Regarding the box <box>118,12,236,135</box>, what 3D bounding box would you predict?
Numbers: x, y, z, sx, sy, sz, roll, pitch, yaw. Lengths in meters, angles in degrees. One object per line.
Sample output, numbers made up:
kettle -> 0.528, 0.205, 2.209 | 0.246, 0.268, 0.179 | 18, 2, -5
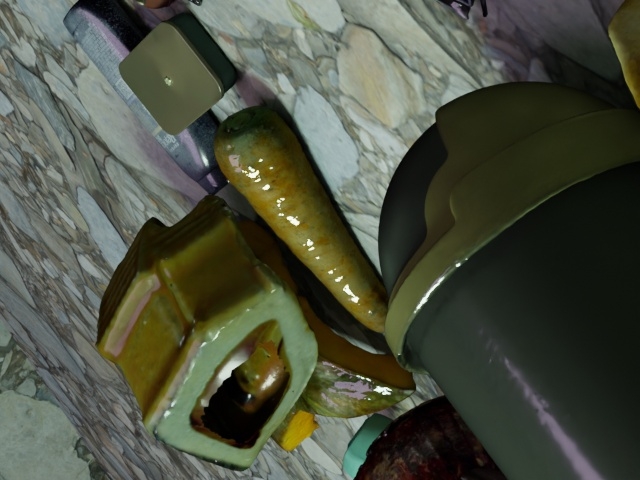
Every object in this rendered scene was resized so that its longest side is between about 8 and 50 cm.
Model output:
box -> -0.134, -0.157, 1.413 | 0.091, 0.031, 0.126 | 51, 146, -5

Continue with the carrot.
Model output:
carrot -> 0.000, 0.000, 1.409 | 0.298, 0.078, 0.078 | 54, 160, -25

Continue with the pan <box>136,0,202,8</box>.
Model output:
pan -> -0.150, -0.230, 1.363 | 0.115, 0.023, 0.068 | 32, 153, 41

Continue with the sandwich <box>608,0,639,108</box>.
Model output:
sandwich -> 0.259, -0.011, 0.729 | 0.288, 0.100, 0.254 | 22, -136, -55

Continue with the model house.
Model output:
model house -> -0.124, 0.069, 1.523 | 0.268, 0.173, 0.239 | -57, 49, 27

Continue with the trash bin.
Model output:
trash bin -> 0.161, 0.054, 0.893 | 0.333, 0.214, 0.214 | 57, 164, 21

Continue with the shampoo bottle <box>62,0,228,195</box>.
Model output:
shampoo bottle -> -0.167, -0.148, 1.510 | 0.233, 0.049, 0.087 | 51, 154, -4

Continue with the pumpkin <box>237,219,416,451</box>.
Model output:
pumpkin -> -0.041, 0.101, 1.634 | 0.258, 0.095, 0.290 | 60, 152, 7

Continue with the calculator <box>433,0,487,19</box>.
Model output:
calculator -> 0.003, -0.254, 0.985 | 0.274, 0.028, 0.165 | 36, 156, 34

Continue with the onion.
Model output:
onion -> 0.131, 0.252, 1.343 | 0.190, 0.246, 0.246 | 38, 159, 57

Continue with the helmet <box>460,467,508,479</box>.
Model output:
helmet -> 0.266, 0.233, 1.056 | 0.338, 0.197, 0.271 | 56, 167, -23

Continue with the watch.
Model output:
watch -> 0.112, 0.269, 1.609 | 0.195, 0.068, 0.237 | 36, 163, 12
